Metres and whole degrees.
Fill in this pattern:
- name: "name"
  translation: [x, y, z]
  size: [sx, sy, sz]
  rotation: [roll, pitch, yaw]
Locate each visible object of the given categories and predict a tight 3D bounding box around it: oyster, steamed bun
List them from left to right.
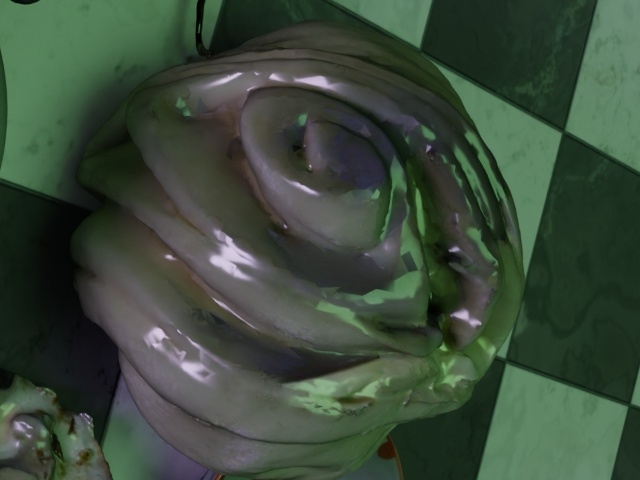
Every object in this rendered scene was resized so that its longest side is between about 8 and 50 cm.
- name: "oyster"
  translation: [-0.287, 0.136, 1.144]
  size: [0.345, 0.079, 0.128]
  rotation: [20, 50, -42]
- name: "steamed bun"
  translation: [0.000, 0.000, 1.224]
  size: [0.352, 0.247, 0.339]
  rotation: [-29, 91, -28]

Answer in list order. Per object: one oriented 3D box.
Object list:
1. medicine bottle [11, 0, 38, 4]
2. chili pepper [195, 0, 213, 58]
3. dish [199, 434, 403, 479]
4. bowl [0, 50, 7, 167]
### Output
- name: "medicine bottle"
  translation: [-0.219, -0.297, 1.019]
  size: [0.273, 0.165, 0.165]
  rotation: [48, 60, -12]
- name: "chili pepper"
  translation: [-0.076, -0.280, 1.308]
  size: [0.059, 0.050, 0.267]
  rotation: [13, 85, -40]
- name: "dish"
  translation: [-0.042, 0.253, 1.406]
  size: [0.260, 0.085, 0.260]
  rotation: [-12, 107, -44]
- name: "bowl"
  translation: [-0.322, -0.086, 0.955]
  size: [0.354, 0.185, 0.353]
  rotation: [2, 87, -44]
